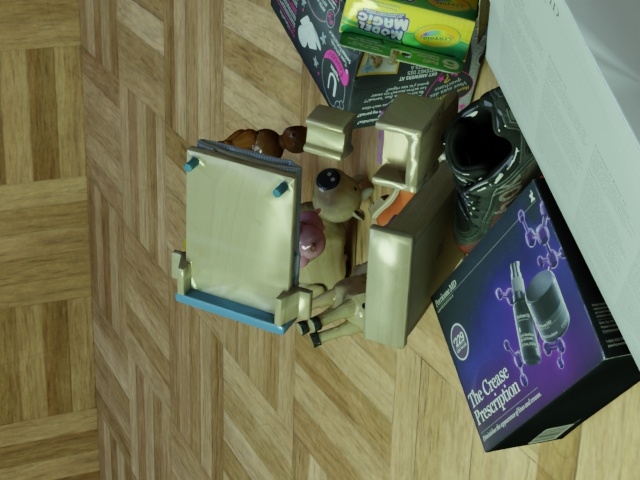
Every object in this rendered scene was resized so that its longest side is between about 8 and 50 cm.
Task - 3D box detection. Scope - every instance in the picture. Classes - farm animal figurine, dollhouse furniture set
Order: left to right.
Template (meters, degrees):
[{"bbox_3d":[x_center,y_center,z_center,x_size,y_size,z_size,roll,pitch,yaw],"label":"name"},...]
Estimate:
[{"bbox_3d":[-0.006,-0.065,1.385,0.303,0.198,0.287,15,123,19],"label":"dollhouse furniture set"},{"bbox_3d":[0.000,0.000,1.674,0.327,0.172,0.330,106,142,-67],"label":"farm animal figurine"}]

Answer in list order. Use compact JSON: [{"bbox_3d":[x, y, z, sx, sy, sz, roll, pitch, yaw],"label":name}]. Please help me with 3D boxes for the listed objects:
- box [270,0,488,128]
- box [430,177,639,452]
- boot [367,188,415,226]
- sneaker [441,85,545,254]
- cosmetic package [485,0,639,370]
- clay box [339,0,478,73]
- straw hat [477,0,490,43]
[{"bbox_3d":[0.062,-0.259,1.419,0.142,0.163,0.247,101,151,-45],"label":"box"},{"bbox_3d":[0.222,0.075,1.238,0.261,0.103,0.184,122,138,-57],"label":"box"},{"bbox_3d":[0.119,-0.036,1.510,0.085,0.059,0.158,62,153,11],"label":"boot"},{"bbox_3d":[0.170,-0.069,1.265,0.276,0.135,0.098,115,139,-54],"label":"sneaker"},{"bbox_3d":[0.244,-0.071,0.975,0.284,0.097,0.377,67,180,-71],"label":"cosmetic package"},{"bbox_3d":[0.094,-0.253,1.270,0.222,0.127,0.053,-78,1,-51],"label":"clay box"},{"bbox_3d":[0.190,-0.261,1.235,0.144,0.061,0.145,6,-90,-83],"label":"straw hat"}]
